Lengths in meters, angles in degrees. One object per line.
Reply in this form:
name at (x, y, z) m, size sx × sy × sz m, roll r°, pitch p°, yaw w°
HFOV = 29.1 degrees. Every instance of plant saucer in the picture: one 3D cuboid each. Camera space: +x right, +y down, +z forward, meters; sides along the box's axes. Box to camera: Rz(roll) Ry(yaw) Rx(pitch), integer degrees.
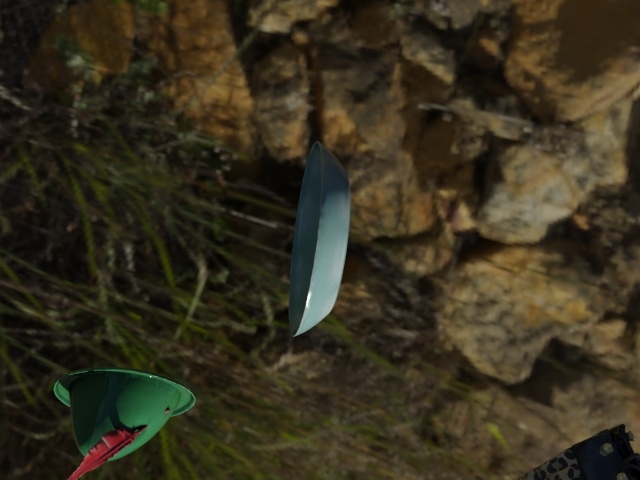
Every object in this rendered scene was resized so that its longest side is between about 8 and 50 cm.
plant saucer at (0.000, 0.000, 0.748) m, size 0.119 × 0.021 × 0.119 m, roll -174°, pitch -90°, yaw -83°

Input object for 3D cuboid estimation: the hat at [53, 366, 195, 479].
hat at (-0.261, 0.269, 1.535) m, size 0.209 × 0.173 × 0.183 m, roll 22°, pitch 55°, yaw -34°

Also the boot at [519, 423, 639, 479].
boot at (0.262, 0.215, 0.915) m, size 0.085 × 0.236 × 0.178 m, roll -6°, pitch 65°, yaw -45°
